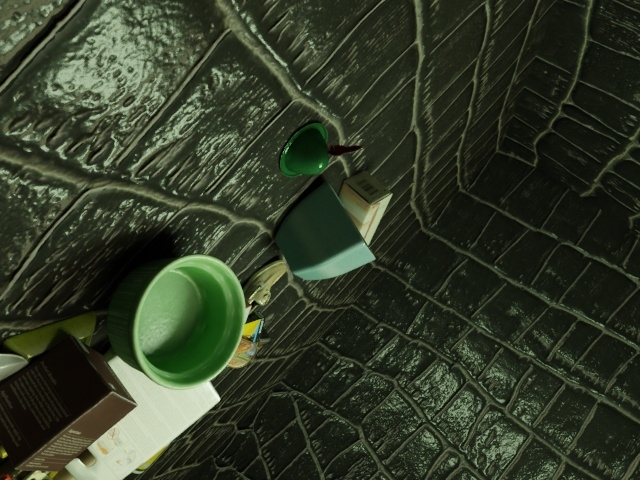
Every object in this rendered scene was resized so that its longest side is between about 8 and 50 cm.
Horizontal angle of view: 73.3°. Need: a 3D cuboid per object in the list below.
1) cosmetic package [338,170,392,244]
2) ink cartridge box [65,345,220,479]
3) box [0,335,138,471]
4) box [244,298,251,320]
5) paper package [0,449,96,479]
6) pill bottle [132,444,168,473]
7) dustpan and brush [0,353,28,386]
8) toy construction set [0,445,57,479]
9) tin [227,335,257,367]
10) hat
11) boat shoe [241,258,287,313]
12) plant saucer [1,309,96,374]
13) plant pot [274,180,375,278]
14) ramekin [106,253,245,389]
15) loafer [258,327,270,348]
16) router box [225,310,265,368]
[{"bbox_3d":[0.137,-0.096,1.635,0.129,0.153,0.296,-31,153,-34],"label":"cosmetic package"},{"bbox_3d":[-0.505,0.430,1.149,0.385,0.091,0.308,-35,115,-27],"label":"ink cartridge box"},{"bbox_3d":[-0.545,0.349,0.914,0.203,0.168,0.167,-39,158,-22],"label":"box"},{"bbox_3d":[-0.322,0.218,1.311,0.171,0.130,0.091,-26,150,-46],"label":"box"},{"bbox_3d":[-0.739,0.673,1.255,0.325,0.168,0.309,-39,158,-26],"label":"paper package"},{"bbox_3d":[-0.664,0.790,1.684,0.208,0.119,0.119,-47,160,0],"label":"pill bottle"},{"bbox_3d":[-0.681,0.254,0.783,0.147,0.060,0.211,-39,167,5],"label":"dustpan and brush"},{"bbox_3d":[-0.755,0.566,1.006,0.328,0.151,0.214,-35,129,-28],"label":"toy construction set"},{"bbox_3d":[-0.280,0.351,1.380,0.106,0.040,0.190,-52,142,-5],"label":"tin"},{"bbox_3d":[0.011,-0.196,1.145,0.173,0.183,0.208,-48,160,1],"label":"hat"},{"bbox_3d":[-0.222,0.189,1.505,0.302,0.098,0.109,-41,159,-18],"label":"boat shoe"},{"bbox_3d":[-0.597,0.260,0.958,0.188,0.045,0.188,-18,145,-53],"label":"plant saucer"},{"bbox_3d":[0.000,0.000,1.428,0.252,0.247,0.248,-31,161,6],"label":"plant pot"},{"bbox_3d":[-0.336,0.180,1.008,0.304,0.148,0.303,-1,92,-54],"label":"ramekin"},{"bbox_3d":[-0.331,0.362,1.586,0.130,0.134,0.366,-50,150,14],"label":"loafer"},{"bbox_3d":[-0.265,0.335,1.452,0.133,0.046,0.178,-11,127,-44],"label":"router box"}]
